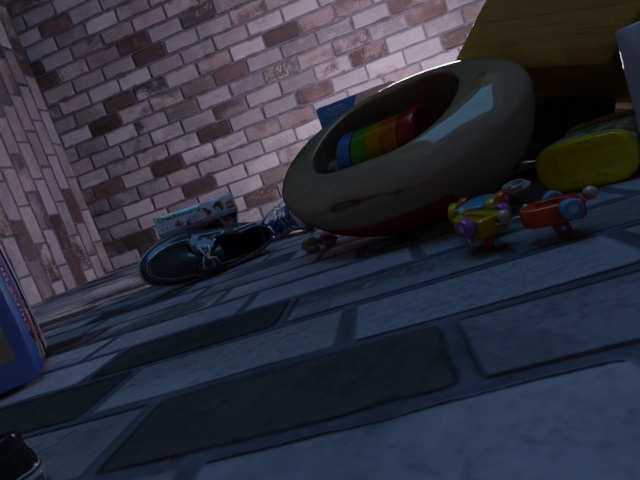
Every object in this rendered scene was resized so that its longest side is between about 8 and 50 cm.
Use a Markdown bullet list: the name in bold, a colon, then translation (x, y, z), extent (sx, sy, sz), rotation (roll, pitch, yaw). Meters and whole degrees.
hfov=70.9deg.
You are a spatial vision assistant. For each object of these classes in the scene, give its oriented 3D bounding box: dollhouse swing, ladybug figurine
- **dollhouse swing**: translation (0.436, -0.405, 0.737), extent (0.315, 0.305, 0.346), rotation (15, 15, 40)
- **ladybug figurine**: translation (0.123, -0.125, 0.727), extent (0.449, 0.162, 0.305), rotation (-9, 44, 44)

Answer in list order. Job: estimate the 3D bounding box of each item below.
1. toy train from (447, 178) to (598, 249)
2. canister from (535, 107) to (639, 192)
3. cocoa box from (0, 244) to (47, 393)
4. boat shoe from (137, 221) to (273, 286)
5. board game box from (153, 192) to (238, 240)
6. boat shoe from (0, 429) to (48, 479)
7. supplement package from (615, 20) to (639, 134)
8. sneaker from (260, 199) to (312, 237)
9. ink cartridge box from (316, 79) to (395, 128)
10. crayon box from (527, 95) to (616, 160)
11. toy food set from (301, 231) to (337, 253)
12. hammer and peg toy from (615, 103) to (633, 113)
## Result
- **toy train**: translation (0.201, -0.024, 0.472), extent (0.125, 0.046, 0.166), rotation (-17, 11, 9)
- **canister**: translation (0.389, -0.127, 0.627), extent (0.126, 0.074, 0.169), rotation (-12, 12, 47)
- **cocoa box**: translation (-0.574, 0.132, 0.563), extent (0.346, 0.232, 0.227), rotation (-24, 9, -29)
- **boat shoe**: translation (-0.252, 0.021, 1.033), extent (0.319, 0.117, 0.099), rotation (-17, 3, -35)
- **board game box**: translation (-0.313, -0.008, 1.195), extent (0.192, 0.053, 0.305), rotation (-21, -17, -16)
- **boat shoe**: translation (-0.238, 0.151, 0.303), extent (0.142, 0.040, 0.049), rotation (-16, 8, 25)
- **supplement package**: translation (0.520, -0.219, 0.552), extent (0.292, 0.178, 0.175), rotation (-24, 8, -38)
- **sneaker**: translation (-0.095, -0.053, 1.325), extent (0.131, 0.112, 0.296), rotation (-39, 11, -14)
- **ink cartridge box**: translation (0.145, -0.252, 1.266), extent (0.222, 0.308, 0.129), rotation (-18, 5, 7)
- **crayon box**: translation (0.360, -0.233, 0.973), extent (0.312, 0.106, 0.363), rotation (2, 7, -4)
- **toy food set**: translation (0.000, 0.000, 0.899), extent (0.077, 0.019, 0.122), rotation (-21, 7, -12)
- **hammer and peg toy**: translation (0.607, -0.366, 1.042), extent (0.266, 0.127, 0.361), rotation (-43, 37, -20)
